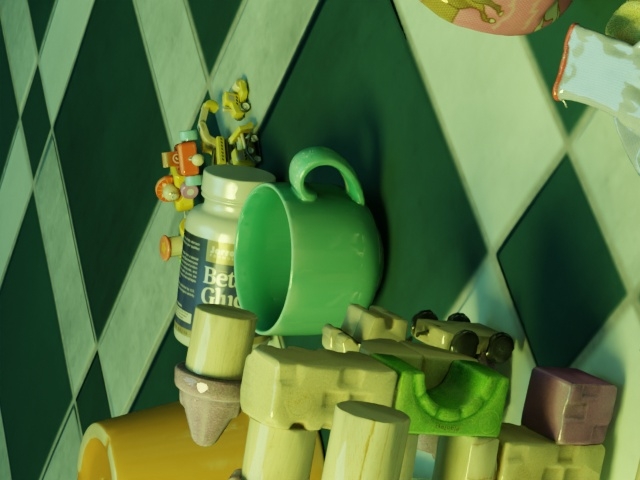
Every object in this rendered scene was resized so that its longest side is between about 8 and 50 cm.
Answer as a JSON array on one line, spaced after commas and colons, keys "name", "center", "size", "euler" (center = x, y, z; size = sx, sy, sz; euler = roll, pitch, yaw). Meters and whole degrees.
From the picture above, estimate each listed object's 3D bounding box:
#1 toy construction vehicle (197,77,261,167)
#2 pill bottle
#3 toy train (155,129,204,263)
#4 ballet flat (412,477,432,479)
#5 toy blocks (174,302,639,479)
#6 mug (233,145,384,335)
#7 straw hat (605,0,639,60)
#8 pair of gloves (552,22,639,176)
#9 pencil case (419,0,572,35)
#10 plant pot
[{"name": "toy construction vehicle", "center": [-0.095, -0.108, 1.676], "size": [0.086, 0.035, 0.098], "euler": [140, 126, -59]}, {"name": "pill bottle", "center": [-0.086, 0.017, 1.584], "size": [0.094, 0.094, 0.169], "euler": [-145, 58, -61]}, {"name": "toy train", "center": [-0.146, -0.033, 1.731], "size": [0.125, 0.046, 0.166], "euler": [-151, 54, -76]}, {"name": "ballet flat", "center": [0.085, 0.233, 1.248], "size": [0.087, 0.083, 0.247], "euler": [-53, 37, 15]}, {"name": "toy blocks", "center": [0.047, 0.200, 1.058], "size": [0.309, 0.289, 0.260], "euler": [25, 107, 60]}, {"name": "mug", "center": [0.000, 0.010, 1.392], "size": [0.158, 0.097, 0.129], "euler": [132, 133, -55]}, {"name": "straw hat", "center": [0.205, -0.121, 0.988], "size": [0.144, 0.061, 0.144], "euler": [180, 90, -65]}, {"name": "pair of gloves", "center": [0.210, -0.123, 0.930], "size": [0.159, 0.023, 0.198], "euler": [26, 105, 36]}, {"name": "pencil case", "center": [0.157, -0.304, 0.980], "size": [0.167, 0.160, 0.386], "euler": [68, 148, 33]}, {"name": "plant pot", "center": [-0.120, 0.230, 1.544], "size": [0.205, 0.188, 0.205], "euler": [180, 90, -66]}]
